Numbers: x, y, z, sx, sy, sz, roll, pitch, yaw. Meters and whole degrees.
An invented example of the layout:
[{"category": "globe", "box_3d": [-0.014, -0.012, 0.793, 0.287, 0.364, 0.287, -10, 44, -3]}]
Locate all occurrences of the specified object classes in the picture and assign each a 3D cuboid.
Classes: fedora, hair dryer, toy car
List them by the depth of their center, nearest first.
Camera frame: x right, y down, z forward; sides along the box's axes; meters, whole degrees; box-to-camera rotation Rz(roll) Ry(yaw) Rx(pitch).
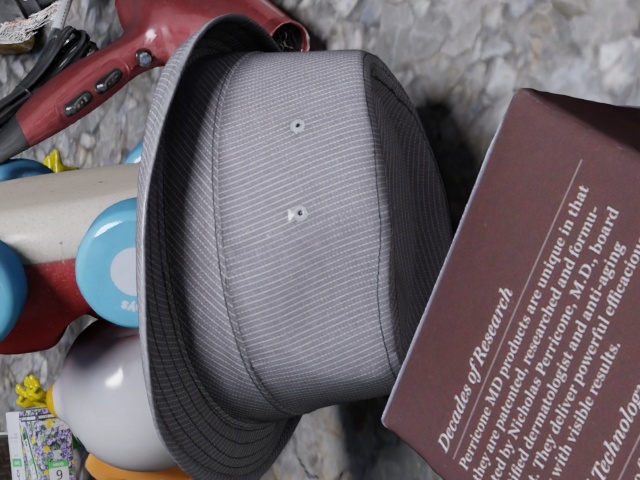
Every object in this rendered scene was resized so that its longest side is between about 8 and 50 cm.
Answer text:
[{"category": "fedora", "box_3d": [0.000, 0.000, 0.733, 0.124, 0.244, 0.275, -7, 66, 21]}, {"category": "toy car", "box_3d": [-0.144, 0.074, 0.854, 0.219, 0.210, 0.238, -97, -3, -74]}, {"category": "hair dryer", "box_3d": [-0.140, -0.118, 0.920, 0.294, 0.080, 0.223, -11, 47, 22]}]

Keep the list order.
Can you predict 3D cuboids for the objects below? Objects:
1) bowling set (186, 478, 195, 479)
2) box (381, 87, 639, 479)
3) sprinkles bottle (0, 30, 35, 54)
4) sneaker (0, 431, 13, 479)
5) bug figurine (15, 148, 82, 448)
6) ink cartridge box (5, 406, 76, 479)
[{"category": "bowling set", "box_3d": [-0.028, 0.291, 0.794, 0.200, 0.154, 0.287, -8, 79, 31]}, {"category": "box", "box_3d": [0.169, 0.058, 0.529, 0.203, 0.168, 0.167, 39, 117, 45]}, {"category": "sprinkles bottle", "box_3d": [-0.306, -0.353, 1.174, 0.121, 0.121, 0.355, 8, 93, 50]}, {"category": "sneaker", "box_3d": [-0.290, 0.321, 1.118, 0.123, 0.106, 0.290, -31, 53, 49]}, {"category": "bug figurine", "box_3d": [-0.180, 0.077, 1.023, 0.216, 0.072, 0.279, -26, 72, 53]}, {"category": "ink cartridge box", "box_3d": [-0.211, 0.185, 0.985, 0.063, 0.029, 0.115, -14, 81, 54]}]
